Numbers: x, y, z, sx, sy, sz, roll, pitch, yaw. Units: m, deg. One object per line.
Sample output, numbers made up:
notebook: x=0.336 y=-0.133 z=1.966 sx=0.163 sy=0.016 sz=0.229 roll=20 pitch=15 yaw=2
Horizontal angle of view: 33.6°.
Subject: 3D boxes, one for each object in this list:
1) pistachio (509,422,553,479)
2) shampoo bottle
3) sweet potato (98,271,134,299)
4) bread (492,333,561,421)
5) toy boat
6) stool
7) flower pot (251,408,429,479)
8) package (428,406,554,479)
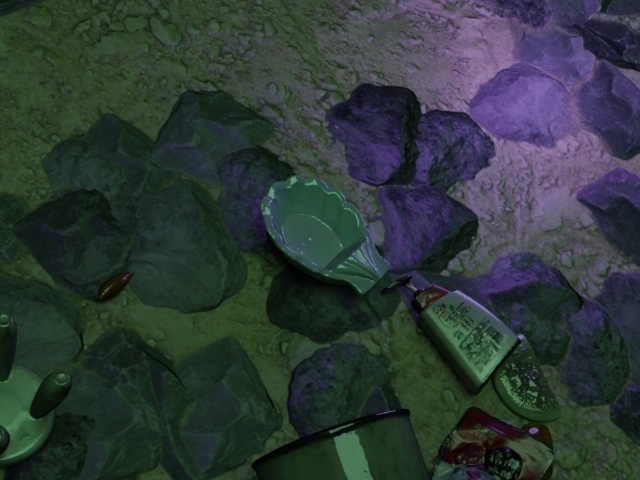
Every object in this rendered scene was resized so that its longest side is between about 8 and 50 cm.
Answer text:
pistachio: x=0.421 y=0.428 z=2.084 sx=0.089 sy=0.049 sz=0.173 roll=30 pitch=58 yaw=0
shampoo bottle: x=0.260 y=0.168 z=2.163 sx=0.284 sy=0.071 sz=0.153 roll=40 pitch=67 yaw=17
sweet potato: x=-0.395 y=0.086 z=2.031 sx=0.034 sy=0.034 sz=0.095 roll=43 pitch=48 yaw=9
bread: x=0.409 y=0.287 z=2.167 sx=0.112 sy=0.036 sz=0.193 roll=-13 pitch=66 yaw=-22
toy boat: x=0.000 y=0.000 z=2.161 sx=0.290 sy=0.100 sz=0.199 roll=42 pitch=59 yaw=9
stool: x=-0.544 y=0.267 z=1.787 sx=0.195 sy=0.199 sz=0.195 roll=43 pitch=60 yaw=8
flower pot: x=0.064 y=0.487 z=1.813 sx=0.293 sy=0.293 sz=0.330 roll=-11 pitch=73 yaw=-22
package: x=0.302 y=0.458 z=2.021 sx=0.194 sy=0.071 sz=0.269 roll=34 pitch=55 yaw=13
